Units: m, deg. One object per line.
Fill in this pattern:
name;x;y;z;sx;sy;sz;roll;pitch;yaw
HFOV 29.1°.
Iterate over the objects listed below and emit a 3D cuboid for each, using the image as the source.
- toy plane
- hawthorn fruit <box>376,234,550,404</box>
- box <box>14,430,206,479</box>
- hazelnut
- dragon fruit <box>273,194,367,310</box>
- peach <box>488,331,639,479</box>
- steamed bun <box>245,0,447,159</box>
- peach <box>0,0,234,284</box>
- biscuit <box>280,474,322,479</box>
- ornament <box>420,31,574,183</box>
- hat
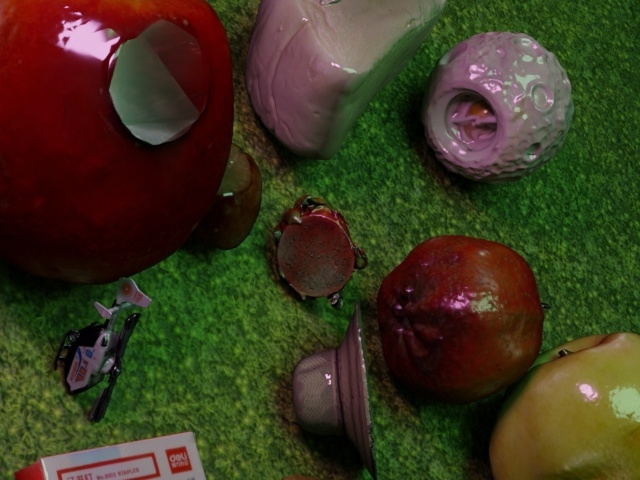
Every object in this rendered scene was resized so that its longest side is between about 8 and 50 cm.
toy plane;-0.260;0.122;1.474;0.078;0.197;0.053;37;27;19
hawthorn fruit;0.238;0.114;1.833;0.300;0.254;0.254;-3;69;-30
box;-0.237;0.305;1.461;0.229;0.050;0.123;-4;68;-42
hazelnut;-0.144;-0.060;1.693;0.143;0.143;0.154;11;45;-37
dragon fruit;0.000;0.000;1.791;0.138;0.142;0.175;5;35;-2
peach;0.415;0.299;1.866;0.315;0.314;0.281;58;15;-12
steamed bun;0.013;-0.312;1.897;0.236;0.247;0.383;34;45;5
peach;-0.262;-0.151;1.455;0.335;0.310;0.405;16;83;-38
biscuit;0.010;0.460;1.590;0.262;0.052;0.277;34;48;-17
ornament;0.301;-0.228;2.081;0.225;0.259;0.259;-30;88;-48
hat;0.014;0.210;1.682;0.110;0.252;0.252;-6;64;3
